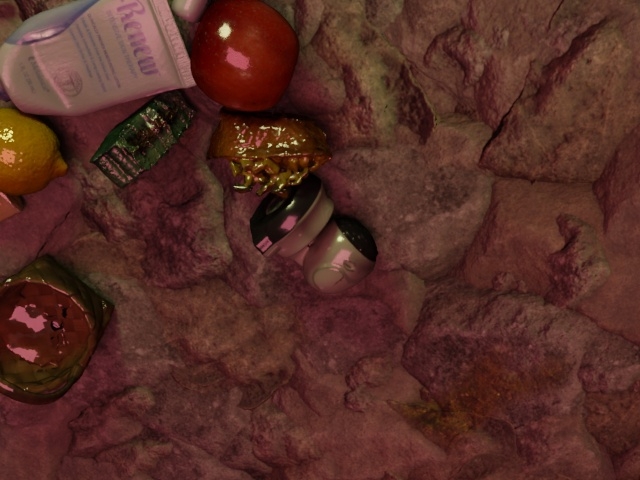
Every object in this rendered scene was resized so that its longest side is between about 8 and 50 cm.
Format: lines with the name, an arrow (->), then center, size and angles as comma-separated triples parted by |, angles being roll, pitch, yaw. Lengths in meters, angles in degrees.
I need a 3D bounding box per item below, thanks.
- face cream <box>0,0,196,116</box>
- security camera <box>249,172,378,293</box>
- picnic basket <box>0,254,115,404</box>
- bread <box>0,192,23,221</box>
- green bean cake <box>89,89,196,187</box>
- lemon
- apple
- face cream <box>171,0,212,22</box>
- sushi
face cream -> -0.482, -0.374, 1.548 | 0.420, 0.137, 0.234 | -14, 113, 11
security camera -> 0.000, 0.000, 1.663 | 0.191, 0.197, 0.277 | -43, 111, 9
picnic basket -> -0.675, 0.238, 1.724 | 0.293, 0.337, 0.337 | 39, 109, -13
bread -> -0.787, -0.091, 1.729 | 0.178, 0.060, 0.139 | -24, 108, 12
green bean cake -> -0.366, -0.214, 1.579 | 0.193, 0.208, 0.107 | -32, 110, 17
lemon -> -0.662, -0.192, 1.616 | 0.244, 0.187, 0.186 | 16, 113, -8
apple -> -0.152, -0.369, 1.496 | 0.201, 0.218, 0.218 | 16, 113, -13
face cream -> -0.200, -0.564, 1.455 | 0.071, 0.144, 0.291 | 26, 110, -14
sushi -> -0.116, -0.189, 1.584 | 0.297, 0.167, 0.179 | 8, 101, 8
